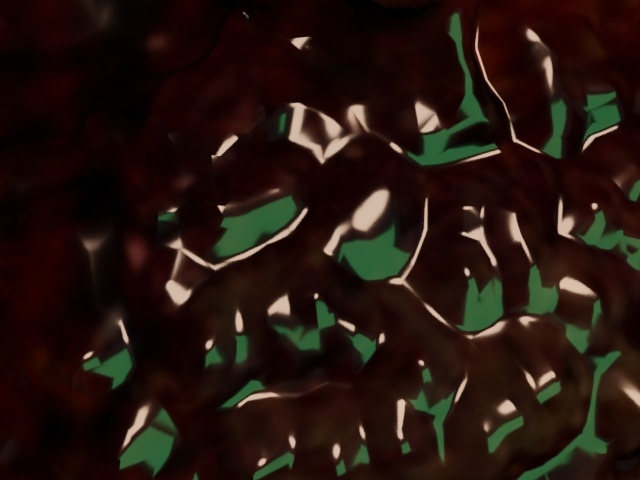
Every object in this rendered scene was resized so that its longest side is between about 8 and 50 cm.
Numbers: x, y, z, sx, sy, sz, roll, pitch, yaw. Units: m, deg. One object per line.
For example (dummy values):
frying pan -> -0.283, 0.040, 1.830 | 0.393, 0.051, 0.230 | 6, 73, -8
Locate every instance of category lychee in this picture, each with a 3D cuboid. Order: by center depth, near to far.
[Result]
lychee -> 0.000, 0.000, 0.609 | 0.424, 0.424, 0.500 | -19, 156, -22
